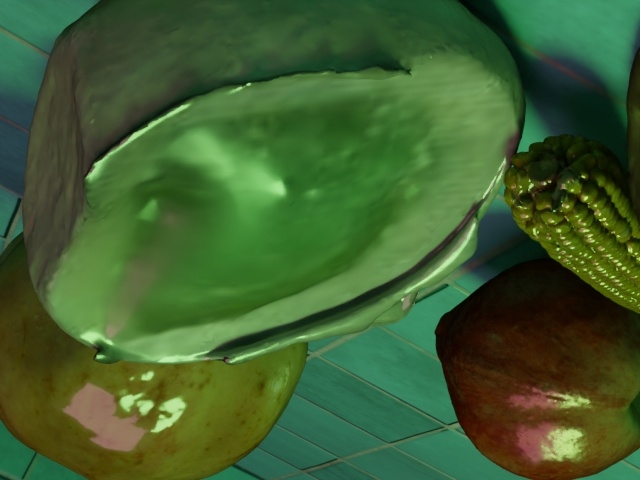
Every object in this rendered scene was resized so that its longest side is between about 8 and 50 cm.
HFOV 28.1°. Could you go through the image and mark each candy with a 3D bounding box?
[{"bbox_3d":[-0.035,-0.072,1.059,0.426,0.186,0.386,-8,137,-13],"label":"candy"}]

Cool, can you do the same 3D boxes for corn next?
[{"bbox_3d":[0.259,-0.001,1.137,0.102,0.102,0.313,7,162,38],"label":"corn"}]

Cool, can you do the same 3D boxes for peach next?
[{"bbox_3d":[0.227,0.125,1.341,0.256,0.232,0.232,15,156,27],"label":"peach"}]

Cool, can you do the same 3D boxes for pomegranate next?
[{"bbox_3d":[-0.204,0.105,1.572,0.411,0.411,0.411,21,158,9],"label":"pomegranate"}]

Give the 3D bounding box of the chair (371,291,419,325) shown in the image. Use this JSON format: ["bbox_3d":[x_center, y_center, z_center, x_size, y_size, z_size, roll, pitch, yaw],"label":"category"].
[{"bbox_3d":[0.000,0.000,1.352,0.203,0.191,0.274,19,-175,18],"label":"chair"}]

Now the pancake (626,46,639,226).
[{"bbox_3d":[0.265,-0.042,0.928,0.042,0.236,0.222,-11,141,-3],"label":"pancake"}]
